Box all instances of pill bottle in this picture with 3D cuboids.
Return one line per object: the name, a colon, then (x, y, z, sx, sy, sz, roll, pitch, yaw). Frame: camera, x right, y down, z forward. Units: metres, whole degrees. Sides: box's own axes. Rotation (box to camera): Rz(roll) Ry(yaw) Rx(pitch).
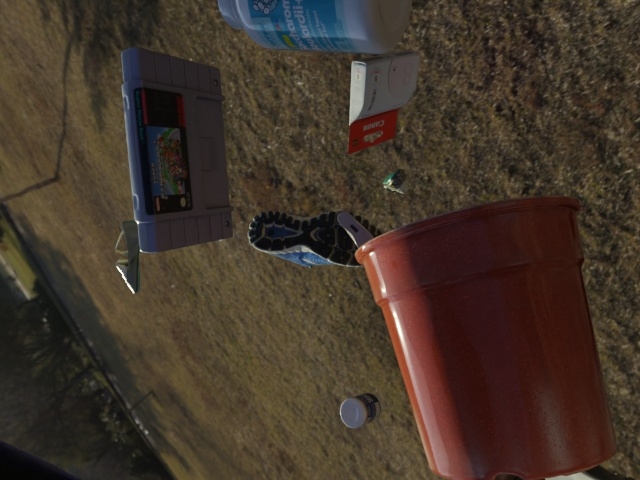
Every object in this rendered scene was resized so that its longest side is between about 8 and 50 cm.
pill bottle: (0.103, 0.395, 1.158, 0.067, 0.120, 0.067, -5, 81, 33)
pill bottle: (-0.017, -0.342, 0.690, 0.264, 0.146, 0.146, 15, 128, 30)

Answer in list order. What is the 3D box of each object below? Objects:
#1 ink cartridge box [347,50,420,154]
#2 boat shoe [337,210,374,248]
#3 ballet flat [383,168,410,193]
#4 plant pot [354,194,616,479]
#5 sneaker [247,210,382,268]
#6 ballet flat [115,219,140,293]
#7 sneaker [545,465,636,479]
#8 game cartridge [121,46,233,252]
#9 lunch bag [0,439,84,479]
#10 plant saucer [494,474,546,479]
ink cartridge box: (0.155, -0.337, 1.223, 0.066, 0.189, 0.232, 29, 132, 41)
boat shoe: (0.069, -0.016, 0.927, 0.100, 0.035, 0.035, 46, -170, -6)
ballet flat: (0.131, -0.097, 0.824, 0.041, 0.041, 0.114, 59, -176, -3)
plant pot: (0.199, 0.118, 0.581, 0.272, 0.272, 0.265, -31, 65, 55)
sneaker: (0.000, 0.000, 1.196, 0.330, 0.129, 0.147, 9, 169, 13)
ballet flat: (-0.506, 0.043, 1.304, 0.072, 0.068, 0.213, -125, 44, -58)
sneaker: (0.528, 0.477, 0.974, 0.147, 0.104, 0.296, 20, -179, -19)
game cartridge: (-0.264, -0.165, 0.945, 0.068, 0.230, 0.355, 0, 98, 24)
lunch bag: (-0.214, 0.255, 0.286, 0.385, 0.239, 0.328, 13, 147, 15)
plant saucer: (0.312, 0.475, 0.754, 0.050, 0.310, 0.310, -24, 98, 41)
